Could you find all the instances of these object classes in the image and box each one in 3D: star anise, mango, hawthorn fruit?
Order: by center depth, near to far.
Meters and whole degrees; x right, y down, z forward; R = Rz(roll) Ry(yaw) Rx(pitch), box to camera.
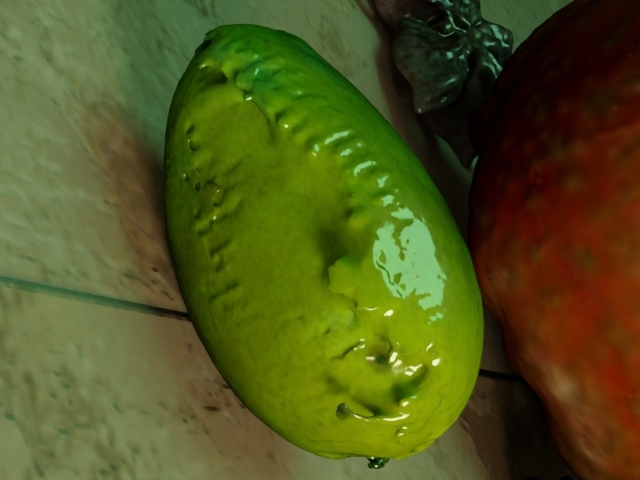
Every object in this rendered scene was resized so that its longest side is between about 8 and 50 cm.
[{"bbox_3d":[0.000,0.000,0.431,0.100,0.119,0.178,-20,84,-45],"label":"mango"},{"bbox_3d":[0.299,-0.007,0.721,0.403,0.403,0.403,47,28,-34],"label":"hawthorn fruit"},{"bbox_3d":[0.103,-0.151,0.874,0.197,0.073,0.212,15,54,-58],"label":"star anise"}]

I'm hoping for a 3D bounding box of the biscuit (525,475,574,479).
[{"bbox_3d":[0.174,0.246,0.616,0.151,0.063,0.235,52,23,-33],"label":"biscuit"}]
